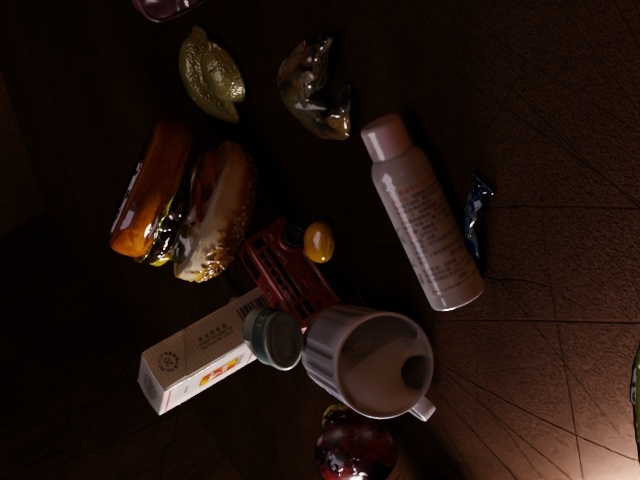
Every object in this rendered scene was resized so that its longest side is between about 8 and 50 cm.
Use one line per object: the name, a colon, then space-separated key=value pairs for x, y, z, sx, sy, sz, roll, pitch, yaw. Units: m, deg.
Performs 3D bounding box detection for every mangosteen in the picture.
mangosteen: x=0.063 y=0.381 z=2.342 sx=0.166 sy=0.166 sz=0.180 roll=95 pitch=164 yaw=-60

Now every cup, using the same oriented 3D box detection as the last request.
cup: x=0.075 y=0.212 z=2.017 sx=0.202 sy=0.167 sz=0.221 roll=12 pitch=122 yaw=69

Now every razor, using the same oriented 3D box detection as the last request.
razor: x=0.195 y=-0.023 z=1.574 sx=0.044 sy=0.028 sz=0.154 roll=47 pitch=157 yaw=32

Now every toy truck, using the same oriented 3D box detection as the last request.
toy truck: x=-0.036 y=0.090 z=2.188 sx=0.252 sy=0.114 sz=0.107 roll=57 pitch=160 yaw=11

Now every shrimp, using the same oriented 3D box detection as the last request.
shrimp: x=-0.003 y=-0.204 z=1.754 sx=0.145 sy=0.059 sz=0.254 roll=57 pitch=162 yaw=-3

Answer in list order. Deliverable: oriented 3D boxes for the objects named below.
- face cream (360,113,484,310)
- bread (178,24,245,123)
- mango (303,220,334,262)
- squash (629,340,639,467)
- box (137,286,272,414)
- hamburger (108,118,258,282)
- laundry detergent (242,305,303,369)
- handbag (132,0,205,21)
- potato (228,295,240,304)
face cream: x=0.131 y=-0.040 z=1.634 sx=0.269 sy=0.082 sz=0.082 roll=65 pitch=160 yaw=-14
bread: x=-0.182 y=-0.265 z=2.109 sx=0.149 sy=0.065 sz=0.187 roll=33 pitch=147 yaw=42
mango: x=0.000 y=0.000 z=2.079 sx=0.060 sy=0.046 sz=0.089 roll=49 pitch=146 yaw=22
squash: x=0.407 y=0.155 z=1.273 sx=0.192 sy=0.085 sz=0.184 roll=174 pitch=95 yaw=-67
box: x=-0.190 y=0.201 z=2.410 sx=0.095 sy=0.330 sz=0.210 roll=55 pitch=161 yaw=12
hamburger: x=-0.238 y=-0.064 z=2.209 sx=0.225 sy=0.291 sz=0.291 roll=22 pitch=167 yaw=-14
laundry detergent: x=-0.093 y=0.164 z=2.141 sx=0.226 sy=0.070 sz=0.099 roll=180 pitch=79 yaw=-72
handbag: x=-0.249 y=-0.449 z=1.868 sx=0.135 sy=0.146 sz=0.225 roll=48 pitch=156 yaw=38
potato: x=-0.175 y=0.158 z=2.755 sx=0.083 sy=0.040 sz=0.051 roll=45 pitch=152 yaw=32
